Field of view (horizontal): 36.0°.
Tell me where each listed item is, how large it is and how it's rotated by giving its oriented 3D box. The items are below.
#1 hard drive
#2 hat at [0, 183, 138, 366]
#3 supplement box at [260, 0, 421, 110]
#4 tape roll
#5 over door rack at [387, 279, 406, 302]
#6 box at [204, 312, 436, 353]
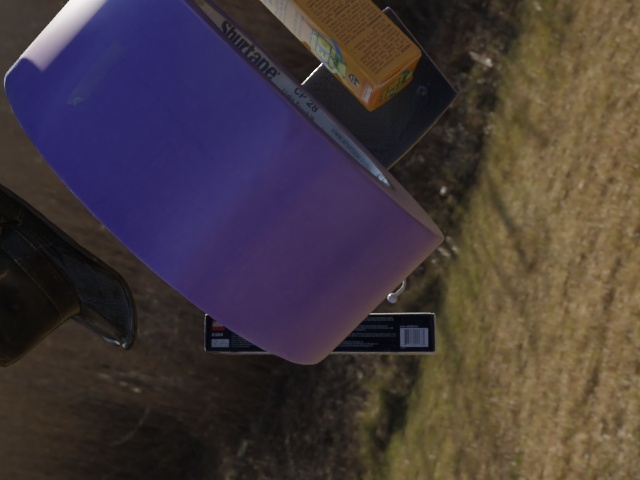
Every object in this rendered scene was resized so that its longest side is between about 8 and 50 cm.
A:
[{"bbox_3d":[0.054,-0.167,1.327,0.255,0.054,0.172,-42,73,24],"label":"hard drive"},{"bbox_3d":[-0.355,0.042,1.037,0.134,0.331,0.331,-53,13,-27],"label":"hat"},{"bbox_3d":[0.015,-0.272,1.212,0.080,0.233,0.078,-43,-10,-16],"label":"supplement box"},{"bbox_3d":[-0.039,-0.039,0.439,0.080,0.189,0.189,-46,28,9],"label":"tape roll"},{"bbox_3d":[0.000,0.000,1.714,0.239,0.324,0.108,94,-159,-67],"label":"over door rack"},{"bbox_3d":[0.005,0.089,0.927,0.114,0.207,0.036,48,-138,-80],"label":"box"}]
